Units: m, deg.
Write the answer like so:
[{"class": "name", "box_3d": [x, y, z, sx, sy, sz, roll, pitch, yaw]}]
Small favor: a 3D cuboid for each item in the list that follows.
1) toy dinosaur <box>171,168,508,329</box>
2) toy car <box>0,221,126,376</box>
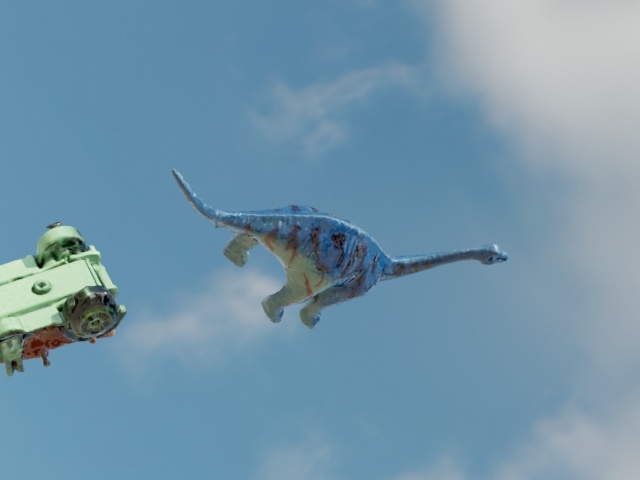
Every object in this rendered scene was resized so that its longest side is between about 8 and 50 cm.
[{"class": "toy dinosaur", "box_3d": [-0.004, 0.020, 1.248, 0.329, 0.076, 0.144, 14, -43, -23]}, {"class": "toy car", "box_3d": [-0.185, 0.044, 0.794, 0.073, 0.143, 0.054, 54, -26, 40]}]
